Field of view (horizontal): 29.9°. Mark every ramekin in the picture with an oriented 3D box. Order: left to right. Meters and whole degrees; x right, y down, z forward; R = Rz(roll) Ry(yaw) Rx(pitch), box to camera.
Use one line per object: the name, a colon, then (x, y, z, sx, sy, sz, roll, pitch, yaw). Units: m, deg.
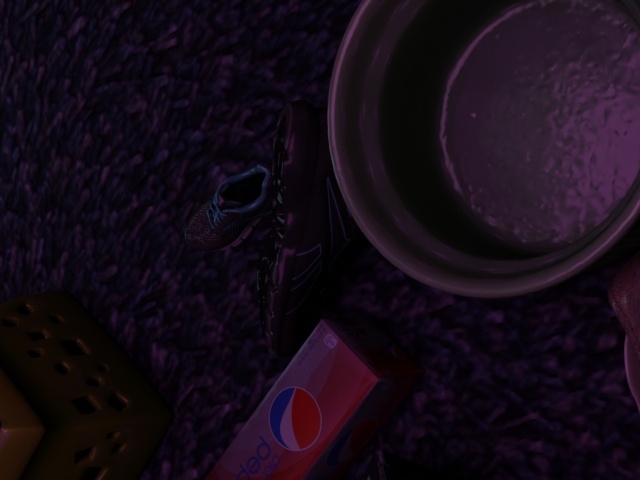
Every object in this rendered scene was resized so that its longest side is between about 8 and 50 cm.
ramekin: (0.170, -0.104, 0.994, 0.303, 0.148, 0.303, -1, 88, 35)

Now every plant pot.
plant pot: (-0.339, 0.204, 1.300, 0.227, 0.207, 0.228, 44, 111, 28)

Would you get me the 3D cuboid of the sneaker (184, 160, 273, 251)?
sneaker: (-0.087, -0.040, 1.212, 0.166, 0.076, 0.065, -32, 70, 30)

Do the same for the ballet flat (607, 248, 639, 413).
ballet flat: (0.305, 0.151, 0.938, 0.106, 0.108, 0.316, -33, 64, 49)

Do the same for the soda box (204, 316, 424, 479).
soda box: (-0.020, 0.196, 1.150, 0.083, 0.092, 0.263, 45, 112, 26)

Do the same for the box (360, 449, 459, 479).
box: (0.073, 0.376, 0.942, 0.183, 0.294, 0.296, 22, 105, -9)

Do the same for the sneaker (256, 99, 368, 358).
sneaker: (0.000, 0.000, 1.135, 0.101, 0.106, 0.267, -109, 25, -57)
